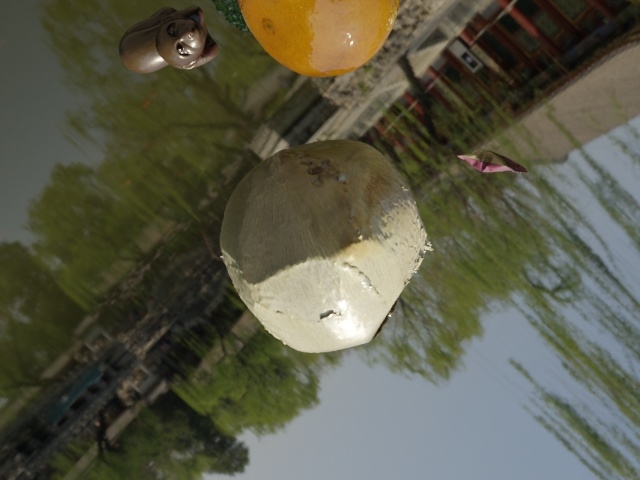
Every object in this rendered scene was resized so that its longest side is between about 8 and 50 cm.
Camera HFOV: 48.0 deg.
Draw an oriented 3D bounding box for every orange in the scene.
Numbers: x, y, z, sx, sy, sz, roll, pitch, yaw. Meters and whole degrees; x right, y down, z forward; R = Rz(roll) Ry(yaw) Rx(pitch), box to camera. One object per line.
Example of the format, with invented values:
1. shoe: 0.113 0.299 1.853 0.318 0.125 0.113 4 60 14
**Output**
1. orange: -0.002 -0.223 0.636 0.124 0.156 0.156 -41 -179 -21

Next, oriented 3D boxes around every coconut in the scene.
1. coconut: 0.000 0.000 1.218 0.346 0.360 0.346 -19 -135 20

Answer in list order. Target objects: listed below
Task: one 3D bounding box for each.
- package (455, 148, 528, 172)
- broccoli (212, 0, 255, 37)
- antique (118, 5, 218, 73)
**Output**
1. package: 0.226 -0.104 0.948 0.059 0.083 0.029 0 108 -52
2. broccoli: -0.043 -0.538 1.367 0.310 0.413 0.321 -44 -160 -26
3. antique: -0.331 -0.421 1.532 0.256 0.121 0.143 12 -136 42
